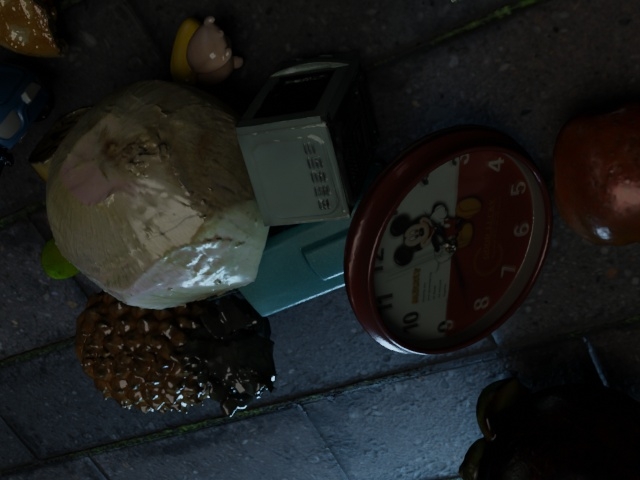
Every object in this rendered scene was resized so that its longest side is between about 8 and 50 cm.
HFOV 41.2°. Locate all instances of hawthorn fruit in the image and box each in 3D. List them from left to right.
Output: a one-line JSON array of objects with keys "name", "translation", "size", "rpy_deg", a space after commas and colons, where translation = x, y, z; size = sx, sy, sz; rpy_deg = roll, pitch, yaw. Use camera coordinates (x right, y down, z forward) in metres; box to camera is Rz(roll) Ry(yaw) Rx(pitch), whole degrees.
[{"name": "hawthorn fruit", "translation": [0.367, -0.081, 1.039], "size": [0.189, 0.189, 0.189], "rpy_deg": [7, 124, 11]}]

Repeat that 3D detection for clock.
[{"name": "clock", "translation": [0.168, 0.004, 1.113], "size": [0.318, 0.080, 0.318], "rpy_deg": [-13, 119, -25]}]

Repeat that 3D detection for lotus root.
[{"name": "lotus root", "translation": [-0.345, -0.128, 1.256], "size": [0.159, 0.095, 0.135], "rpy_deg": [-28, 125, -15]}]

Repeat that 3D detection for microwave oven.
[{"name": "microwave oven", "translation": [-0.005, -0.131, 1.079], "size": [0.122, 0.208, 0.162], "rpy_deg": [-5, 121, 19]}]

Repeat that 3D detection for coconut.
[{"name": "coconut", "translation": [-0.208, -0.062, 1.105], "size": [0.297, 0.254, 0.297], "rpy_deg": [-5, 80, 31]}]

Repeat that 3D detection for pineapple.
[{"name": "pineapple", "translation": [-0.187, 0.161, 1.279], "size": [0.357, 0.223, 0.223], "rpy_deg": [0, 124, 37]}]

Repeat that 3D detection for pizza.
[{"name": "pizza", "translation": [-0.441, -0.338, 1.156], "size": [0.246, 0.058, 0.127], "rpy_deg": [34, 126, -6]}]

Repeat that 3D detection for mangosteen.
[{"name": "mangosteen", "translation": [0.374, 0.354, 1.257], "size": [0.330, 0.330, 0.330], "rpy_deg": [7, 124, 11]}]

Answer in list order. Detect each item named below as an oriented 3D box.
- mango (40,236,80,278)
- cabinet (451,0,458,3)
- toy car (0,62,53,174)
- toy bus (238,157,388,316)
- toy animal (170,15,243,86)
[{"name": "mango", "translation": [-0.418, 0.027, 1.391], "size": [0.073, 0.056, 0.108], "rpy_deg": [45, 125, -9]}, {"name": "cabinet", "translation": [0.165, -0.390, 0.899], "size": [0.145, 0.150, 0.206], "rpy_deg": [-22, 115, 26]}, {"name": "toy car", "translation": [-0.520, -0.151, 1.206], "size": [0.314, 0.198, 0.166], "rpy_deg": [-29, 122, 31]}, {"name": "toy bus", "translation": [0.000, 0.000, 1.204], "size": [0.256, 0.147, 0.128], "rpy_deg": [-22, 116, 28]}, {"name": "toy animal", "translation": [-0.144, -0.251, 1.128], "size": [0.082, 0.091, 0.114], "rpy_deg": [7, 156, -41]}]
